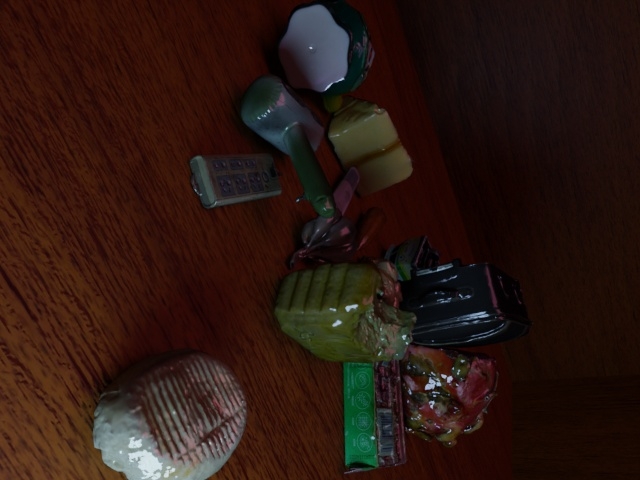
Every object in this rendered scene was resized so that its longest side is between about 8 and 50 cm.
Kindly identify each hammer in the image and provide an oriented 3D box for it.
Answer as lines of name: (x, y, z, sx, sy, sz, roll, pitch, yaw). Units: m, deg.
hammer: (-0.044, -0.173, 0.878, 0.206, 0.119, 0.335, 27, 35, -53)

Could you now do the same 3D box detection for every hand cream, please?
hand cream: (0.057, -0.123, 1.193, 0.079, 0.048, 0.255, 62, 32, -27)

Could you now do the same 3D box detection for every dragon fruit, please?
dragon fruit: (0.338, 0.429, 1.201, 0.314, 0.296, 0.262, 19, 75, -46)

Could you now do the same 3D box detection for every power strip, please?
power strip: (-0.144, -0.122, 0.839, 0.268, 0.035, 0.092, -23, 97, -62)

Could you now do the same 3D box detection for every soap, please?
soap: (0.128, 0.397, 1.031, 0.218, 0.098, 0.273, 34, 49, -52)

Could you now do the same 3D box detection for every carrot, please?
carrot: (0.135, -0.022, 1.281, 0.072, 0.072, 0.205, 63, 37, -23)

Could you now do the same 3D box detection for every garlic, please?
garlic: (0.000, 0.000, 0.975, 0.194, 0.127, 0.131, -28, 107, -41)

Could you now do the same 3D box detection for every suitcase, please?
suitcase: (0.382, 0.183, 1.158, 0.434, 0.283, 0.194, 23, 56, -52)

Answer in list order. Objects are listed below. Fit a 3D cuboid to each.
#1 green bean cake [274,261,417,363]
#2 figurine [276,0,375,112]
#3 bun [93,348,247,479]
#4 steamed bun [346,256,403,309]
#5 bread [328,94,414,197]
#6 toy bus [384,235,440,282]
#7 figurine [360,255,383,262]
green bean cake: (0.052, 0.154, 0.870, 0.236, 0.233, 0.124, 48, 45, -41)
figurine: (0.022, -0.498, 1.144, 0.340, 0.232, 0.323, -52, 149, -66)
bun: (-0.185, 0.222, 0.543, 0.164, 0.111, 0.188, 60, 30, 6)
steamed bun: (0.100, 0.138, 1.038, 0.106, 0.178, 0.192, -51, 134, -45)
bread: (0.163, -0.319, 1.342, 0.263, 0.199, 0.236, 57, 26, -34)
toy bus: (0.322, 0.119, 1.443, 0.276, 0.165, 0.133, 55, 49, -33)
figurine: (0.152, 0.100, 1.198, 0.156, 0.115, 0.094, -69, 146, -50)
